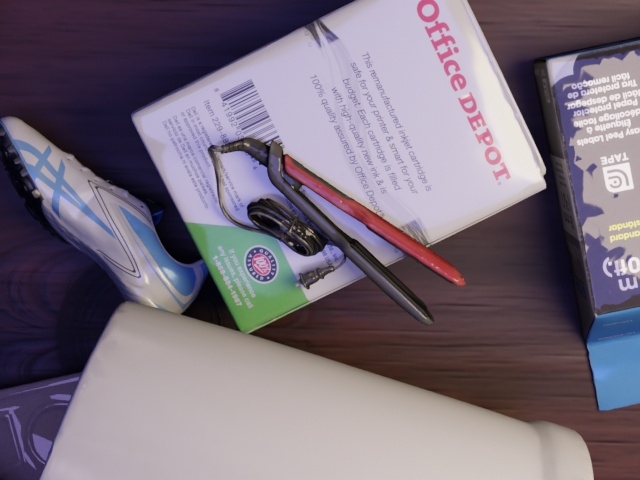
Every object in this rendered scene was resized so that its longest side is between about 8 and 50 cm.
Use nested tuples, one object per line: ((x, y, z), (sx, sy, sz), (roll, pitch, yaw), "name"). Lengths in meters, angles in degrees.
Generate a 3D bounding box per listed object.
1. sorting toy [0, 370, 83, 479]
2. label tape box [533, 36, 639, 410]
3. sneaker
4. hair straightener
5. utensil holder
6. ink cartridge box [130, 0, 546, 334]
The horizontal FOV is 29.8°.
((-0.267, 0.229, 1.132), (0.208, 0.038, 0.193), (-13, 97, -1), "sorting toy")
((0.337, -0.019, 1.046), (0.240, 0.106, 0.334), (-12, 97, 4), "label tape box")
((-0.199, -0.027, 1.079), (0.237, 0.085, 0.086), (45, 70, -1), "sneaker")
((0.000, 0.000, 0.964), (0.230, 0.047, 0.089), (34, 99, -6), "hair straightener")
((-0.023, 0.247, 0.968), (0.385, 0.327, 0.327), (19, 97, -1), "utensil holder")
((0.018, -0.081, 1.037), (0.289, 0.121, 0.211), (-25, 97, 4), "ink cartridge box")
